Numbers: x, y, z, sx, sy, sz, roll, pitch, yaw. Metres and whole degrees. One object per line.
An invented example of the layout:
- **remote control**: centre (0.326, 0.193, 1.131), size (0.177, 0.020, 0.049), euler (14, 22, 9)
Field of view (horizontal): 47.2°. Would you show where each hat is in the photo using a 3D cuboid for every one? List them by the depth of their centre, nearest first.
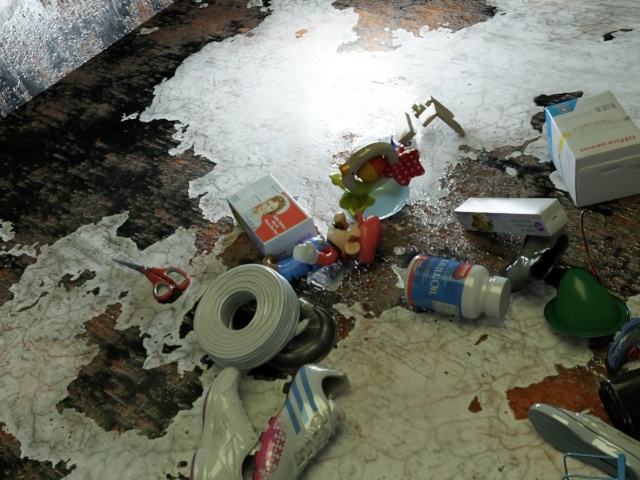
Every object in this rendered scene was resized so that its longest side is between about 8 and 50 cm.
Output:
- **hat**: centre (0.551, 0.074, 1.546), size (0.173, 0.183, 0.208), euler (-17, 27, -9)

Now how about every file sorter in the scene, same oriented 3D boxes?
- **file sorter**: centre (0.467, 0.465, 1.246), size (0.104, 0.118, 0.170), euler (-3, 45, 23)

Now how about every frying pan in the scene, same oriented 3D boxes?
- **frying pan**: centre (-0.120, 0.220, 1.771), size (0.326, 0.053, 0.197), euler (3, 46, 19)

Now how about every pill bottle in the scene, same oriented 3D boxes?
- **pill bottle**: centre (0.313, 0.109, 1.667), size (0.221, 0.124, 0.124), euler (10, 50, 29)

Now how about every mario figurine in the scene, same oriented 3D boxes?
- **mario figurine**: centre (0.000, 0.000, 1.863), size (0.320, 0.170, 0.198), euler (-23, 45, 0)

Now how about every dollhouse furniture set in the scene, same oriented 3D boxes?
- **dollhouse furniture set**: centre (0.323, -0.340, 2.204), size (0.151, 0.123, 0.144), euler (-42, 33, 29)

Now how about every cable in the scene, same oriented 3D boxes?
- **cable**: centre (-0.176, 0.180, 1.724), size (0.257, 0.089, 0.257), euler (-48, 51, -7)

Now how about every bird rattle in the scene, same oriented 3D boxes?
- **bird rattle**: centre (0.147, -0.179, 1.929), size (0.253, 0.207, 0.143), euler (-27, 60, 6)

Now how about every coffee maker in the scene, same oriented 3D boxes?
- **coffee maker**: centre (0.619, 0.269, 1.350), size (0.178, 0.171, 0.120), euler (-22, 50, -1)

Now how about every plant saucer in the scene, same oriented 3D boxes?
- **plant saucer**: centre (0.153, -0.109, 2.017), size (0.195, 0.037, 0.195), euler (-10, 42, 9)

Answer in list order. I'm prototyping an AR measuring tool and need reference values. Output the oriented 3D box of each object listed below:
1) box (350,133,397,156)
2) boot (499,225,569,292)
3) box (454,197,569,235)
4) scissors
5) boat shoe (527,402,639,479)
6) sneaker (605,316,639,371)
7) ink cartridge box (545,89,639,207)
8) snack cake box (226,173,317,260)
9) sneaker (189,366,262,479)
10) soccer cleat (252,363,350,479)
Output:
- **box**: centre (0.162, -0.282, 2.202), size (0.136, 0.028, 0.081), euler (-5, 44, 18)
- **boot**: centre (0.517, 0.017, 1.656), size (0.083, 0.161, 0.246), euler (41, 67, -2)
- **box**: centre (0.443, -0.059, 1.738), size (0.067, 0.063, 0.324), euler (-39, 18, -19)
- **scissors**: centre (-0.478, 0.083, 2.066), size (0.109, 0.021, 0.297), euler (-42, 46, -20)
- **boat shoe**: centre (0.504, 0.367, 1.373), size (0.226, 0.083, 0.076), euler (32, 50, 28)
- **sneaker**: centre (0.665, 0.196, 1.483), size (0.221, 0.083, 0.087), euler (-35, 53, -12)
- **ink cartridge box**: centre (0.690, -0.231, 1.849), size (0.171, 0.168, 0.233), euler (-14, 42, 7)
- **snack cake box**: centre (-0.137, -0.062, 2.037), size (0.152, 0.089, 0.264), euler (-29, 43, -13)
- **sneaker**: centre (-0.183, 0.413, 1.564), size (0.152, 0.114, 0.305), euler (2, 49, 3)
- **soccer cleat**: centre (-0.032, 0.391, 1.503), size (0.143, 0.116, 0.331), euler (1, 46, 22)
